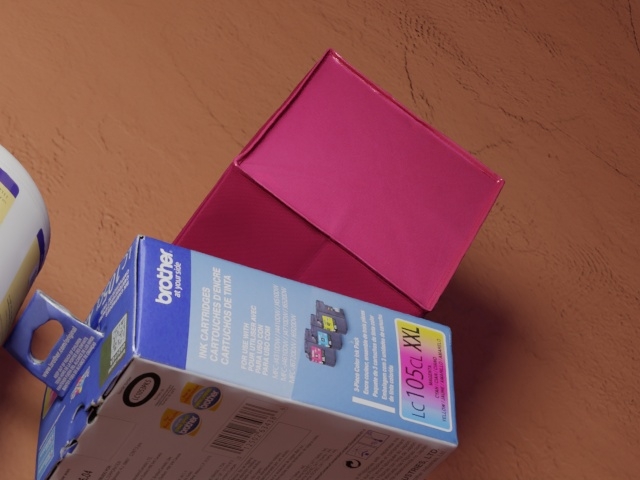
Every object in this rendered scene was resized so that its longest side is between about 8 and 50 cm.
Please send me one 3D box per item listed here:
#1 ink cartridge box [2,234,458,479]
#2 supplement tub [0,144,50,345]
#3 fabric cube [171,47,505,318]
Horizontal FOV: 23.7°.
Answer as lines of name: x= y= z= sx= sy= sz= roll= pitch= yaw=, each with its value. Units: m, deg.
ink cartridge box: x=-0.103 y=0.157 z=1.464 sx=0.395 sy=0.270 sz=0.151 roll=17 pitch=46 yaw=-22
supplement tub: x=-0.406 y=0.064 z=1.363 sx=0.241 sy=0.241 sz=0.331 roll=29 pitch=44 yaw=-10
fabric cube: x=0.000 y=0.000 z=1.673 sx=0.259 sy=0.258 sz=0.254 roll=38 pitch=44 yaw=-1
